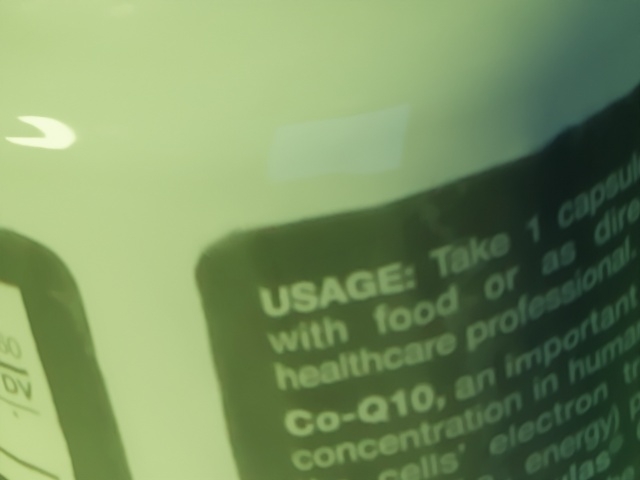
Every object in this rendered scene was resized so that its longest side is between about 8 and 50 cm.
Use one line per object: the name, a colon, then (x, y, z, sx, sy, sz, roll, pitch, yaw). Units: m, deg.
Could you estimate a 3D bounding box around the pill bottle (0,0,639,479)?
pill bottle: (0.000, 0.000, 0.477, 0.204, 0.204, 0.361, -16, 122, -9)
